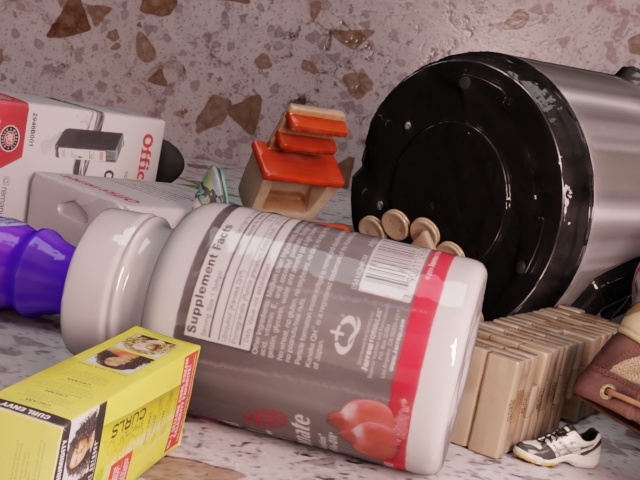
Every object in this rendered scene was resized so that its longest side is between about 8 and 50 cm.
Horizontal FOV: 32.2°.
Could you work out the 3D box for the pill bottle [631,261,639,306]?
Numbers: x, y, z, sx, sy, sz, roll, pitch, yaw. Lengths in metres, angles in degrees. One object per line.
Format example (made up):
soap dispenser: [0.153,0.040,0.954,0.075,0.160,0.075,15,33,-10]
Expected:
pill bottle: [0.401,0.106,1.099,0.160,0.160,0.283,12,25,5]

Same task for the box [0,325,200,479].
box: [-0.148,0.121,0.720,0.058,0.087,0.232,15,8,10]

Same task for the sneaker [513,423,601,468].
sneaker: [0.207,0.176,0.967,0.083,0.036,0.032,6,11,-21]

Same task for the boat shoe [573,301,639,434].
boat shoe: [0.329,0.185,0.847,0.342,0.123,0.123,45,0,41]

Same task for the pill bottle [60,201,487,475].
pill bottle: [-0.038,0.068,0.900,0.319,0.176,0.176,13,9,12]

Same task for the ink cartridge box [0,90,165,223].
ink cartridge box: [-0.348,-0.080,1.411,0.114,0.197,0.273,19,12,42]

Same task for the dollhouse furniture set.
dollhouse furniture set: [0.000,0.000,1.137,0.262,0.135,0.259,4,49,-31]

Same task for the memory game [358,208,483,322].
memory game: [0.105,0.047,1.255,0.186,0.186,0.012,17,38,37]

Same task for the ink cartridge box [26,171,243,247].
ink cartridge box: [-0.193,-0.002,1.363,0.201,0.117,0.278,18,11,42]

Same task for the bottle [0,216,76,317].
bottle: [-0.346,0.017,1.122,0.283,0.092,0.118,13,8,15]

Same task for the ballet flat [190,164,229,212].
ballet flat: [-0.121,0.008,1.225,0.070,0.188,0.070,-13,-15,-4]

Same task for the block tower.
block tower: [0.214,0.129,1.099,0.091,0.097,0.335,17,9,31]

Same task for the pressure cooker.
pressure cooker: [0.300,-0.054,1.454,0.420,0.375,0.370,0,14,-44]

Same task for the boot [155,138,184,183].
boot: [-0.382,-0.123,1.915,0.367,0.146,0.445,17,6,26]
